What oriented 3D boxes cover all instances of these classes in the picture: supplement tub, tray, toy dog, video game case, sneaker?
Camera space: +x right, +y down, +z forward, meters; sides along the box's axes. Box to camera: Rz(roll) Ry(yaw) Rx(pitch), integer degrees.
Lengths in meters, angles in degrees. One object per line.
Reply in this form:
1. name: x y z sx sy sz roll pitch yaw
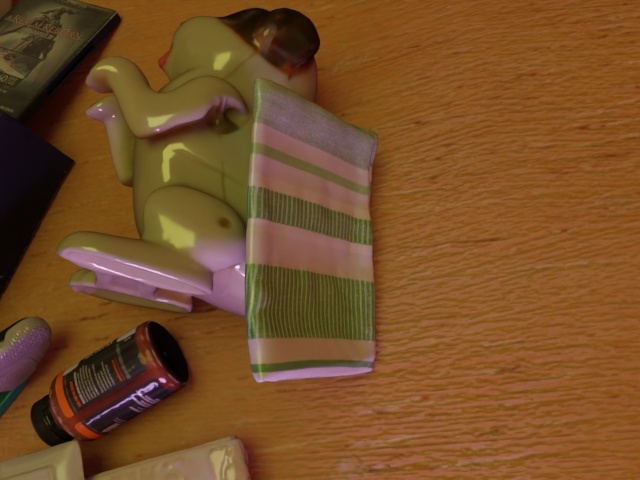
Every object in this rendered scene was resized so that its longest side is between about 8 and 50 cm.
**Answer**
1. supplement tub: -0.286 0.199 0.823 0.198 0.106 0.106 -31 69 1
2. tray: -0.348 0.401 0.755 0.145 0.030 0.270 -21 70 19
3. toy dog: -0.120 -0.117 0.796 0.396 0.284 0.407 11 74 -7
4. video game case: -0.497 -0.318 1.034 0.196 0.026 0.274 20 63 17
5. sneaker: -0.517 0.169 0.861 0.268 0.101 0.153 -42 70 0

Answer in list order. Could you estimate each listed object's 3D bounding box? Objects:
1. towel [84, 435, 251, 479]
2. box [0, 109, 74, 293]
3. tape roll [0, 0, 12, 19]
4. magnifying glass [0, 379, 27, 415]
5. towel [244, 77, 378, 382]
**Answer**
1. towel: -0.205 0.443 0.743 0.317 0.053 0.331 -19 69 14
2. box: -0.631 -0.073 0.944 0.343 0.179 0.312 19 77 17
3. tape roll: -0.685 -0.436 1.034 0.169 0.246 0.246 23 79 17
4. magnifying glass: -0.493 0.254 0.895 0.092 0.026 0.231 9 76 15
5. towel: 0.000 0.000 0.733 0.038 0.248 0.324 -3 82 35
